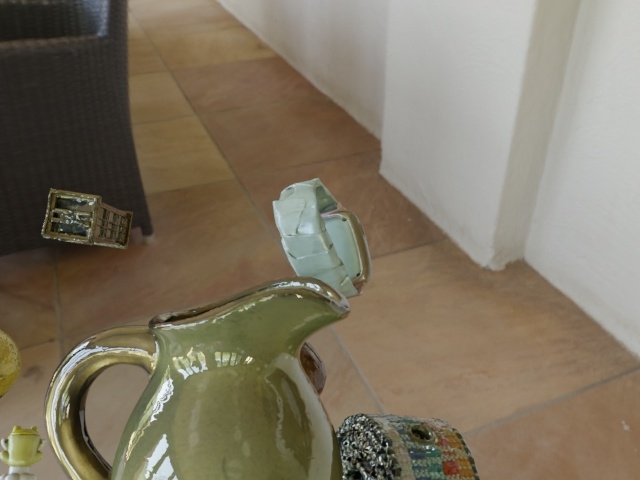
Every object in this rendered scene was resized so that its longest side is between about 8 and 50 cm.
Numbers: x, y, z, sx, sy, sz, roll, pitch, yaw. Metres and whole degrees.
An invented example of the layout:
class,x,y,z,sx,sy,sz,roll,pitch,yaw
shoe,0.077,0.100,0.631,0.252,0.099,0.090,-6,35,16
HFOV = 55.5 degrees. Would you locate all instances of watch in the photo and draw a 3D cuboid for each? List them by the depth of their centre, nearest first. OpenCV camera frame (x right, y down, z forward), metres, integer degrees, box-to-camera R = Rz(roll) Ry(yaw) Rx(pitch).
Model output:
class,x,y,z,sx,sy,sz,roll,pitch,yaw
watch,0.000,0.000,1.268,0.162,0.241,0.253,-18,77,12

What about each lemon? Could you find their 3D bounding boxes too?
class,x,y,z,sx,sy,sz,roll,pitch,yaw
lemon,-0.743,0.267,1.315,0.206,0.173,0.173,6,31,42

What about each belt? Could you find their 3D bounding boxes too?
class,x,y,z,sx,sy,sz,roll,pitch,yaw
belt,0.118,0.365,0.765,0.161,0.206,0.294,10,44,-25

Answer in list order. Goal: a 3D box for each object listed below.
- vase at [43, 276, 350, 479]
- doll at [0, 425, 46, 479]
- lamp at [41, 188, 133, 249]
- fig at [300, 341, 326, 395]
class,x,y,z,sx,sy,sz,roll,pitch,yaw
vase,-0.137,0.188,0.650,0.330,0.302,0.241,2,2,5
doll,-0.758,0.554,1.539,0.106,0.062,0.162,12,61,-28
lamp,-0.446,-0.034,1.193,0.089,0.090,0.325,9,-4,-6
fig,-0.098,0.227,1.139,0.191,0.290,0.190,-9,45,9
